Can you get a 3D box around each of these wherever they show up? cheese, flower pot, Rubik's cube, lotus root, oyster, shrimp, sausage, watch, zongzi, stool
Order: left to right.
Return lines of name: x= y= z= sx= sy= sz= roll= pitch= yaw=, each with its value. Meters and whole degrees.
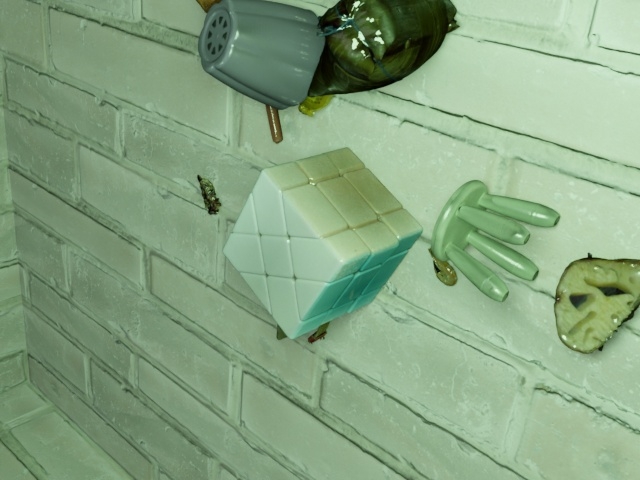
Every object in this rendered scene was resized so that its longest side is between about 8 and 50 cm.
oyster: x=-0.363 y=-0.143 z=2.425 sx=0.132 sy=0.029 sz=0.086 roll=50 pitch=134 yaw=17
flower pot: x=-0.162 y=-0.481 z=1.888 sx=0.265 sy=0.243 sz=0.265 roll=-17 pitch=68 yaw=51
sausage: x=-0.131 y=-0.341 z=2.114 sx=0.035 sy=0.030 sz=0.147 roll=-2 pitch=103 yaw=47
watch: x=-0.050 y=0.226 z=2.215 sx=0.165 sy=0.102 sz=0.268 roll=35 pitch=135 yaw=30
cheese: x=-0.006 y=-0.439 z=1.927 sx=0.157 sy=0.064 sz=0.250 roll=31 pitch=117 yaw=37
Rubik's cube: x=0.000 y=0.000 z=1.905 sx=0.318 sy=0.316 sz=0.322 roll=50 pitch=133 yaw=20
zongzi: x=0.046 y=-0.381 z=1.611 sx=0.432 sy=0.403 sz=0.207 roll=-30 pitch=96 yaw=35
shrimp: x=0.292 y=0.067 z=1.849 sx=0.108 sy=0.023 sz=0.059 roll=52 pitch=143 yaw=19
stool: x=0.368 y=-0.003 z=1.624 sx=0.199 sy=0.195 sz=0.195 roll=32 pitch=125 yaw=28
lotus root: x=0.569 y=0.114 z=1.551 sx=0.170 sy=0.074 sz=0.260 roll=41 pitch=129 yaw=31

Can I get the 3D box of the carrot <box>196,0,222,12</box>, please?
carrot: x=-0.308 y=-0.759 z=2.060 sx=0.196 sy=0.196 sz=0.254 roll=-30 pitch=94 yaw=47
